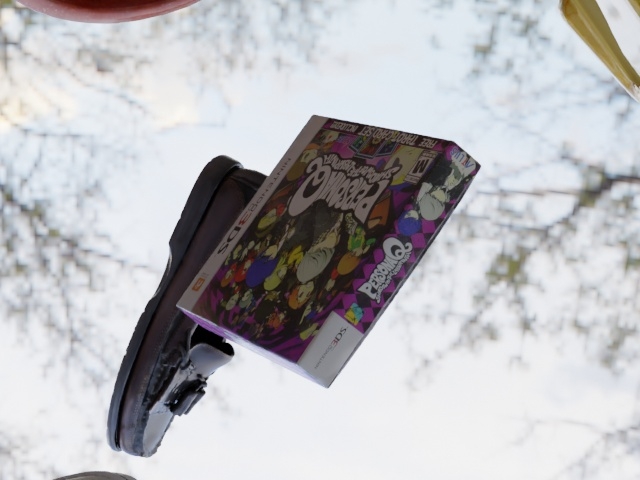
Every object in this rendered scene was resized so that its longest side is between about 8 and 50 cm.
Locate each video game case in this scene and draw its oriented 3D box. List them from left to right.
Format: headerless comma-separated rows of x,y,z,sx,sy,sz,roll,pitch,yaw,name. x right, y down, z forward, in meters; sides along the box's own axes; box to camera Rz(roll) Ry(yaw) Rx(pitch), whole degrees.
0.000,0.000,1.296,0.042,0.210,0.232,40,170,-28,video game case

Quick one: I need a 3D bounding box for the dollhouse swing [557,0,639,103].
0.297,-0.235,1.155,0.315,0.305,0.347,-22,-165,4,dollhouse swing

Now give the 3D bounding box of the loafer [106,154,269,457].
-0.111,0.074,1.497,0.095,0.302,0.109,23,-170,13,loafer

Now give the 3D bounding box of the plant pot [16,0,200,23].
-0.154,-0.327,1.036,0.272,0.272,0.265,-11,-131,-31,plant pot

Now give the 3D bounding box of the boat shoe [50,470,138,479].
-0.277,0.214,0.941,0.367,0.156,0.136,-25,-137,8,boat shoe
